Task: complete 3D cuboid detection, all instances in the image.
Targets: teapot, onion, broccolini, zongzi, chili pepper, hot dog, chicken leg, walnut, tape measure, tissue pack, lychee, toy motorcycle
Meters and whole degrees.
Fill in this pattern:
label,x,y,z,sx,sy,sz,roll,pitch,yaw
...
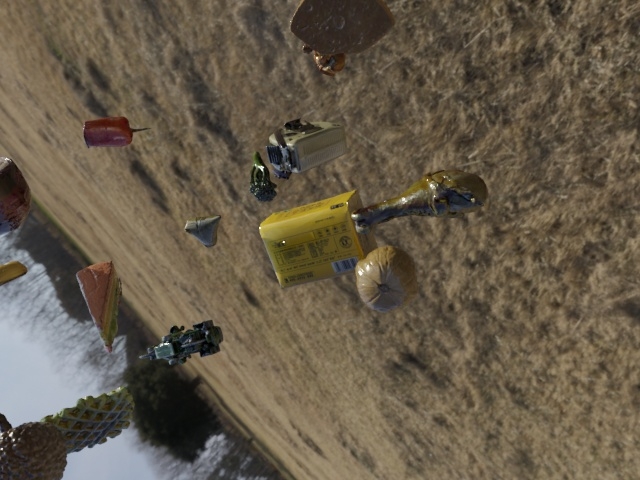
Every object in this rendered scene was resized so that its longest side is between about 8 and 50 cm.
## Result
label,x,y,z,sx,sy,sz,roll,pitch,yaw
teapot,-0.138,-0.236,1.713,0.068,0.045,0.100,33,164,-26
onion,-0.680,-0.068,0.942,0.195,0.218,0.139,21,134,28
broccolini,-0.185,-0.207,1.502,0.068,0.091,0.202,113,147,-57
zongzi,-0.419,-0.040,1.921,0.176,0.078,0.160,-12,148,23
chili pepper,-0.588,-0.316,1.423,0.086,0.192,0.083,8,109,62
hot dog,0.022,-0.681,1.558,0.117,0.348,0.158,-4,152,23
chicken leg,0.282,-0.115,1.370,0.361,0.212,0.140,-10,93,27
walnut,0.219,0.125,1.610,0.228,0.228,0.228,39,156,21
tape measure,-0.075,-0.311,1.582,0.232,0.271,0.132,18,129,44
tissue pack,0.000,0.000,1.913,0.382,0.228,0.293,-15,106,21
lychee,-0.565,0.412,0.917,0.197,0.165,0.165,62,159,10
toy motorcycle,-0.406,0.314,1.493,0.275,0.187,0.124,-18,86,31

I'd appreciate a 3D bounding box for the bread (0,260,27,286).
label,x,y,z,sx,sy,sz,roll,pitch,yaw
bread,-0.883,0.094,1.362,0.082,0.115,0.056,-7,111,56

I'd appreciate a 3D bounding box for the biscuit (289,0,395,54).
label,x,y,z,sx,sy,sz,roll,pitch,yaw
biscuit,0.040,-0.452,0.996,0.221,0.029,0.141,2,125,19

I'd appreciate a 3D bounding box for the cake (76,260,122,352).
label,x,y,z,sx,sy,sz,roll,pitch,yaw
cake,-0.531,0.157,1.157,0.225,0.090,0.109,-112,20,-49

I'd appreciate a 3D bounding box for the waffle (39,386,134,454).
label,x,y,z,sx,sy,sz,roll,pitch,yaw
waffle,-0.543,0.428,1.146,0.054,0.208,0.214,49,144,32
